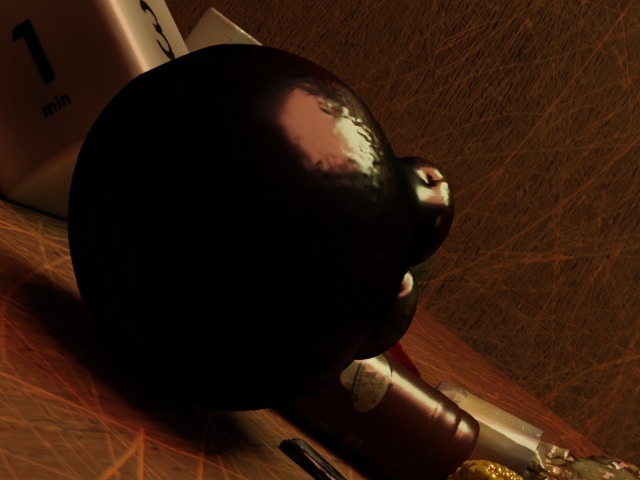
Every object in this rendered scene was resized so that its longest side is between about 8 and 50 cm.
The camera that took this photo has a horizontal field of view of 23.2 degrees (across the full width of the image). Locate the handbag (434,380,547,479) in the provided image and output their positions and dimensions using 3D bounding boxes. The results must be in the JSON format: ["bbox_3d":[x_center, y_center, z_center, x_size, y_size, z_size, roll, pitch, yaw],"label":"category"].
[{"bbox_3d":[0.200,0.247,1.922,0.173,0.095,0.117,29,9,8],"label":"handbag"}]

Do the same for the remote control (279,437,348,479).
[{"bbox_3d":[0.007,0.200,1.339,0.096,0.014,0.039,39,5,19],"label":"remote control"}]

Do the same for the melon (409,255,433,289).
[{"bbox_3d":[0.000,0.000,1.794,0.248,0.248,0.329,39,20,24],"label":"melon"}]

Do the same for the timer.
[{"bbox_3d":[-0.239,-0.153,1.587,0.195,0.194,0.192,63,12,16],"label":"timer"}]

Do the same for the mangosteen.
[{"bbox_3d":[-0.043,-0.012,1.243,0.313,0.297,0.297,-4,12,-8],"label":"mangosteen"}]

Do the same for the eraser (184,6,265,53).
[{"bbox_3d":[-0.148,-0.117,1.780,0.095,0.270,0.174,38,4,29],"label":"eraser"}]

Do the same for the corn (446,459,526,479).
[{"bbox_3d":[0.213,0.296,1.445,0.244,0.093,0.093,38,4,-8],"label":"corn"}]

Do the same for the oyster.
[{"bbox_3d":[0.422,0.371,2.227,0.354,0.107,0.201,37,8,3],"label":"oyster"}]

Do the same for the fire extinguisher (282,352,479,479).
[{"bbox_3d":[-0.010,0.118,1.482,0.344,0.102,0.138,36,6,-7],"label":"fire extinguisher"}]

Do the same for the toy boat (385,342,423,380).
[{"bbox_3d":[0.072,0.144,1.993,0.069,0.059,0.173,44,-9,51],"label":"toy boat"}]
